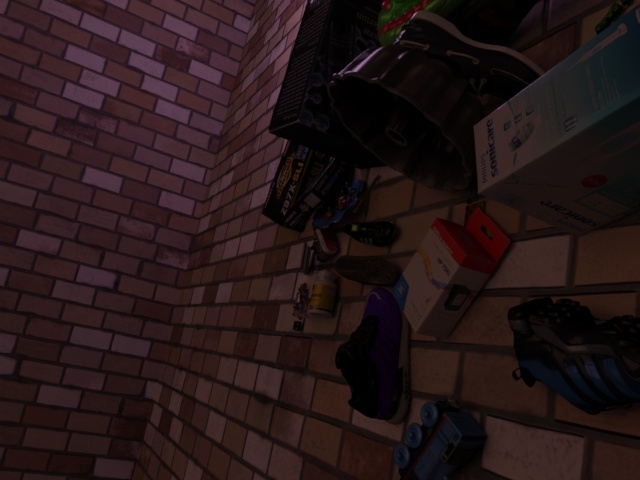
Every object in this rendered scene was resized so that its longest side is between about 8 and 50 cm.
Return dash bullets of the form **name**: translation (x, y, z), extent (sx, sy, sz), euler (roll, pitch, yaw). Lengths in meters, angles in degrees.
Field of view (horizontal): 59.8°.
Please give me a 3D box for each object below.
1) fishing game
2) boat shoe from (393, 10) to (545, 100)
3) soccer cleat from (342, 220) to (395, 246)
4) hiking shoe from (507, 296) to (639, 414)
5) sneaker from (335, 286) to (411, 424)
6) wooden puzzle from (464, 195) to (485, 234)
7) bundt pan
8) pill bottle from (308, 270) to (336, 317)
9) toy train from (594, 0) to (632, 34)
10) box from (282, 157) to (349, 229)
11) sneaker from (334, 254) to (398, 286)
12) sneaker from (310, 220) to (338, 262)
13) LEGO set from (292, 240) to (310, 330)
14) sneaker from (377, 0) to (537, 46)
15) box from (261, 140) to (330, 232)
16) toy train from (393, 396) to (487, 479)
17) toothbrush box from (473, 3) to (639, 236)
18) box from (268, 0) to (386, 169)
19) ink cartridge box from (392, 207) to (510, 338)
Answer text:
- **fishing game**: translation (0.040, -0.105, 1.527), extent (0.189, 0.041, 0.264), euler (-54, 22, -21)
- **boat shoe**: translation (0.272, -0.313, 1.024), extent (0.302, 0.114, 0.091), euler (33, 80, 22)
- **soccer cleat**: translation (0.116, -0.020, 1.357), extent (0.179, 0.072, 0.060), euler (-1, 73, 63)
- **hiking shoe**: translation (0.380, 0.165, 0.705), extent (0.304, 0.113, 0.132), euler (18, 120, 59)
- **sneaker**: translation (0.101, 0.218, 1.146), extent (0.102, 0.146, 0.293), euler (-43, 38, 46)
- **wooden puzzle**: translation (0.300, -0.049, 1.082), extent (0.049, 0.006, 0.083), euler (-19, 58, 60)
- **bundt pan**: translation (0.178, -0.242, 1.059), extent (0.124, 0.331, 0.331), euler (-53, 24, -9)
- **pill bottle**: translation (0.009, 0.143, 1.479), extent (0.065, 0.065, 0.116), euler (-22, 54, 58)
- **toy train**: translation (0.484, -0.377, 0.913), extent (0.083, 0.017, 0.023), euler (-53, 22, 35)
- **box**: translation (-0.005, -0.150, 1.609), extent (0.175, 0.051, 0.220), euler (-41, 12, 49)
- **sneaker**: translation (0.119, 0.075, 1.314), extent (0.188, 0.071, 0.066), euler (14, 73, 47)
- **sneaker**: translation (0.000, 0.000, 1.591), extent (0.074, 0.063, 0.170), euler (-57, 30, 27)
- **LEGO set**: translation (-0.041, 0.136, 1.580), extent (0.182, 0.060, 0.244), euler (78, -158, -80)
- **sneaker**: translation (0.340, -0.490, 1.091), extent (0.483, 0.202, 0.185), euler (-8, 74, 43)
- **box**: translation (-0.081, -0.207, 1.878), extent (0.257, 0.079, 0.322), euler (30, 101, 63)
- **toy train**: translation (0.196, 0.357, 0.947), extent (0.184, 0.080, 0.105), euler (-63, 33, 18)
- **toothbrush box**: translation (0.384, -0.140, 0.729), extent (0.295, 0.216, 0.126), euler (-34, 44, 52)
- **box**: translation (0.081, -0.421, 1.433), extent (0.212, 0.294, 0.395), euler (9, 82, 65)
- **ink cartridge box**: translation (0.239, 0.053, 1.047), extent (0.231, 0.078, 0.134), euler (-63, 27, 24)
